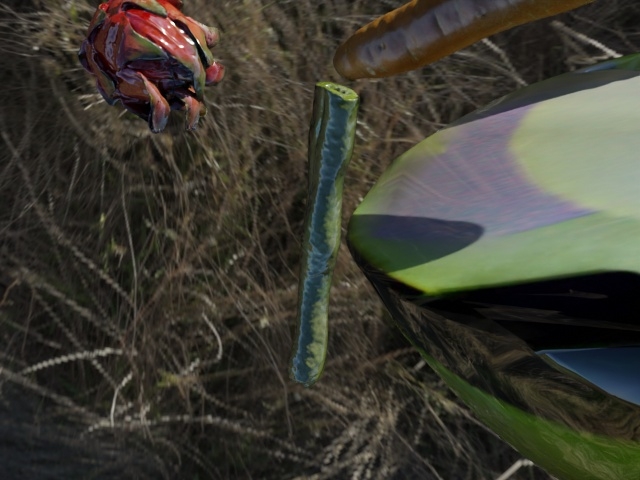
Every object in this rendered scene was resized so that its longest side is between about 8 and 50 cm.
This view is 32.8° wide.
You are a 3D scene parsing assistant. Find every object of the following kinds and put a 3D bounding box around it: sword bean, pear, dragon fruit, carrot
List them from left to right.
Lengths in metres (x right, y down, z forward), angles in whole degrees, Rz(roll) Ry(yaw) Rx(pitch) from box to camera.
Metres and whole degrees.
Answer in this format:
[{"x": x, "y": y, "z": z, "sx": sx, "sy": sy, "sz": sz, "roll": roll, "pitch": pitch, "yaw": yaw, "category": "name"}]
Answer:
[{"x": -0.170, "y": -0.182, "z": 1.088, "sx": 0.142, "sy": 0.121, "sz": 0.130, "roll": 15, "pitch": 104, "yaw": 3, "category": "dragon fruit"}, {"x": 0.000, "y": 0.000, "z": 0.891, "sx": 0.038, "sy": 0.043, "sz": 0.269, "roll": 7, "pitch": 115, "yaw": 3, "category": "sword bean"}, {"x": 0.105, "y": -0.121, "z": 0.486, "sx": 0.247, "sy": 0.043, "sz": 0.043, "roll": -19, "pitch": 105, "yaw": 35, "category": "carrot"}, {"x": 0.226, "y": 0.025, "z": 0.513, "sx": 0.398, "sy": 0.399, "sz": 0.165, "roll": -17, "pitch": 110, "yaw": -5, "category": "pear"}]
